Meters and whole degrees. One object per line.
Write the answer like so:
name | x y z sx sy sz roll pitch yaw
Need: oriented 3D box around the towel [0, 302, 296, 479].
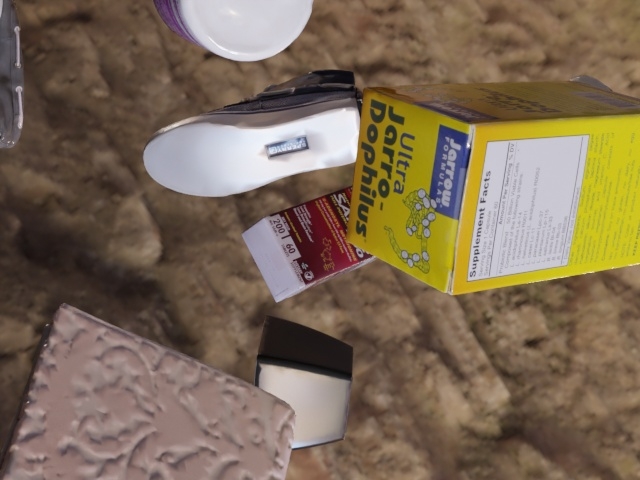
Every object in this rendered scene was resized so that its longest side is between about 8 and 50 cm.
towel | -0.187 0.265 1.255 0.317 0.053 0.332 26 -131 -18

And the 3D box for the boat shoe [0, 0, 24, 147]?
boat shoe | -0.565 -0.319 2.023 0.095 0.112 0.335 18 -111 -64

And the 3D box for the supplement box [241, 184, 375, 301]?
supplement box | 0.000 0.000 1.934 0.239 0.073 0.130 -22 -98 -44

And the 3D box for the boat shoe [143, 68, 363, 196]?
boat shoe | -0.086 -0.164 1.734 0.158 0.340 0.127 -93 -5 -59

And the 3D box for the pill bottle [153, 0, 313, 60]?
pill bottle | -0.128 -0.331 1.527 0.169 0.169 0.301 55 173 -23

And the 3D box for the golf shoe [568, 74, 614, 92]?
golf shoe | 0.478 -0.230 2.110 0.120 0.105 0.273 47 -154 -33

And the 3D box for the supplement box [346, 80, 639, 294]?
supplement box | 0.234 -0.076 1.404 0.195 0.356 0.194 28 117 50

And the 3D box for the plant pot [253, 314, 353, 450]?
plant pot | -0.031 0.258 2.056 0.187 0.167 0.188 -82 -1 -71
